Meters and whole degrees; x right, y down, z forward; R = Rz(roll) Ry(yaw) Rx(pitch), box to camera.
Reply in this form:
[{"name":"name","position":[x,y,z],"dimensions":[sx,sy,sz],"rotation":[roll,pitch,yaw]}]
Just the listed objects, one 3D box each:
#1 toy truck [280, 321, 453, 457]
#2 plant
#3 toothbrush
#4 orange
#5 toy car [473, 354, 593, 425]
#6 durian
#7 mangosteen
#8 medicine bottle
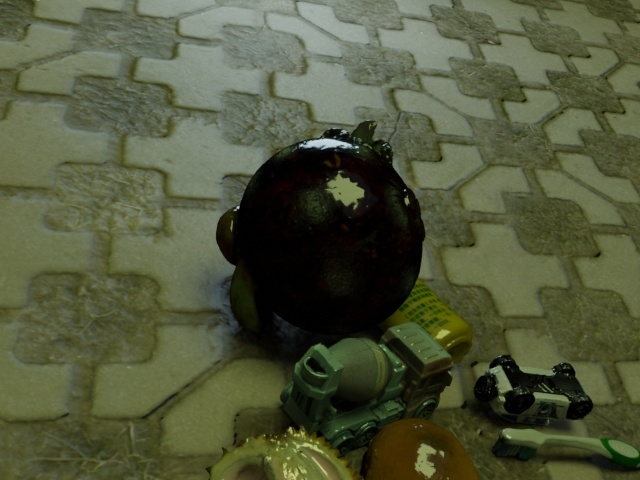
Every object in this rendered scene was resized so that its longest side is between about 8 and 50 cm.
[{"name":"toy truck","position":[0.060,0.176,1.470],"dimensions":[0.256,0.140,0.108],"rotation":[-12,45,-41]},{"name":"plant","position":[0.048,-0.108,1.889],"dimensions":[0.131,0.142,0.203],"rotation":[18,41,12]},{"name":"toothbrush","position":[0.428,0.296,1.606],"dimensions":[0.418,0.040,0.042],"rotation":[8,33,-21]},{"name":"orange","position":[0.122,0.281,1.395],"dimensions":[0.170,0.112,0.160],"rotation":[29,32,32]},{"name":"toy car","position":[0.295,0.215,1.616],"dimensions":[0.170,0.070,0.080],"rotation":[8,35,-24]},{"name":"durian","position":[-0.017,0.313,1.245],"dimensions":[0.249,0.183,0.138],"rotation":[37,-1,28]},{"name":"mangosteen","position":[0.000,0.000,1.562],"dimensions":[0.288,0.288,0.288],"rotation":[15,33,-10]},{"name":"medicine bottle","position":[0.094,0.070,1.702],"dimensions":[0.111,0.076,0.309],"rotation":[-17,50,-40]}]
